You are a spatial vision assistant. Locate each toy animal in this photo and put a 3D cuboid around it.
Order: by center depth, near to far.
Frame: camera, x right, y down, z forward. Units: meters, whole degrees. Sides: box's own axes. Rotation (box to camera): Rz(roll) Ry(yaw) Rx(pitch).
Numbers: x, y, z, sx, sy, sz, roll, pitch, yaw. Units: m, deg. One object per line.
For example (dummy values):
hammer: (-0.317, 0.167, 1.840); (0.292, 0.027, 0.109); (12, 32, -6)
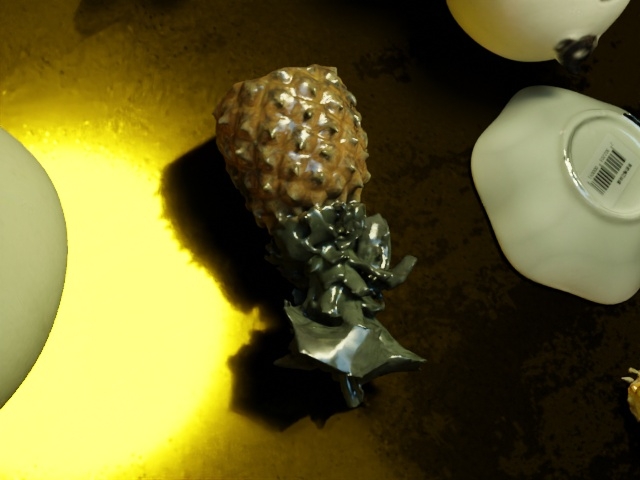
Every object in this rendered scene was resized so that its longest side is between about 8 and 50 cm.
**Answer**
toy animal: (0.142, -0.247, 1.395); (0.235, 0.165, 0.187); (38, 40, -4)

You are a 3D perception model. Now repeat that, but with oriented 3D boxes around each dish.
dish: (0.216, -0.048, 1.406); (0.191, 0.066, 0.190); (11, 64, -22)

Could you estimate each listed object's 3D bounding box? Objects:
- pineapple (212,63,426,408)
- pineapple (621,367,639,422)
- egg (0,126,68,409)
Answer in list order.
pineapple: (0.000, 0.000, 1.259); (0.119, 0.111, 0.237); (-19, 83, -1)
pineapple: (0.329, 0.173, 1.327); (0.079, 0.135, 0.233); (-21, 78, -33)
egg: (-0.270, 0.030, 1.035); (0.269, 0.219, 0.219); (-34, 86, -19)
